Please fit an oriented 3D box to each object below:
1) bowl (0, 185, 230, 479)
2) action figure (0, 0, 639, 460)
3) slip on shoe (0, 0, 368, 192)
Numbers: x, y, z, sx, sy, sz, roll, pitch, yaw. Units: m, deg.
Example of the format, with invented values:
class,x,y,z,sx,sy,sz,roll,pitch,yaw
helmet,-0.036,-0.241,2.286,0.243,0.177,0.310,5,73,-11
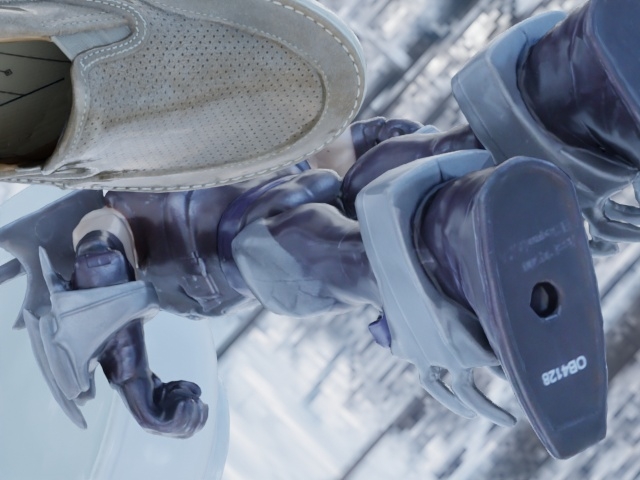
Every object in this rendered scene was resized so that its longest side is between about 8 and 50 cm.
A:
class,x,y,z,sx,sy,sz,roll,pitch,yaw
bowl,-0.150,0.121,1.097,0.134,0.298,0.298,21,11,-34
action figure,0.000,0.000,0.575,0.285,0.185,0.099,-5,-63,58
slip on shoe,-0.050,-0.030,0.348,0.135,0.051,0.041,7,29,-27
